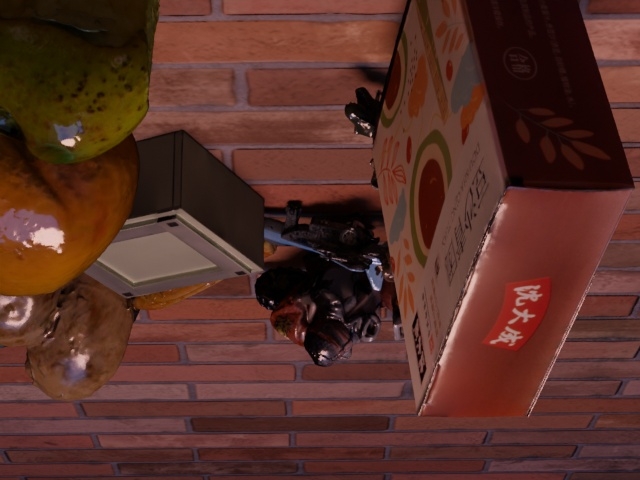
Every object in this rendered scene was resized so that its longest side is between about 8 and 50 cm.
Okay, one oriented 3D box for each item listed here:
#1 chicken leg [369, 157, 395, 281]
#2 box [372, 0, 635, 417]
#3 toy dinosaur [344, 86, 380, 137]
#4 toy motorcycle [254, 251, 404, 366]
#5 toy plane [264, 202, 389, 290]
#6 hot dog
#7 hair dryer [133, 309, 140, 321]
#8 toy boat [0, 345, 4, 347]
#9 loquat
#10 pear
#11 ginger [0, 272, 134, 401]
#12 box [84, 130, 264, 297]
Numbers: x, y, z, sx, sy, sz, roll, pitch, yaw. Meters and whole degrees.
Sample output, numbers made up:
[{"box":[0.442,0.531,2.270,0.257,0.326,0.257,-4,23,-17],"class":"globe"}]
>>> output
[{"box":[0.126,-0.042,1.996,0.125,0.080,0.196,-16,128,-16],"class":"chicken leg"},{"box":[0.161,-0.078,1.510,0.122,0.385,0.344,2,139,-11],"class":"box"},{"box":[0.112,-0.100,1.800,0.187,0.179,0.087,8,157,-6],"class":"toy dinosaur"},{"box":[0.098,0.091,2.205,0.401,0.207,0.134,-5,125,6],"class":"toy motorcycle"},{"box":[0.002,-0.007,2.113,0.246,0.169,0.078,22,109,0],"class":"toy plane"},{"box":[-0.176,0.038,2.226,0.289,0.068,0.083,-28,166,40],"class":"hot dog"},{"box":[-0.331,0.108,2.427,0.083,0.026,0.047,13,151,-11],"class":"hair dryer"},{"box":[-0.492,0.088,2.324,0.110,0.091,0.175,35,139,-8],"class":"toy boat"},{"box":[-0.334,-0.069,1.744,0.276,0.276,0.284,2,136,-7],"class":"loquat"},{"box":[-0.278,-0.205,1.483,0.238,0.255,0.164,7,156,-5],"class":"pear"},{"box":[-0.414,0.098,2.214,0.304,0.155,0.244,26,111,-22],"class":"ginger"},{"box":[-0.224,-0.023,2.030,0.225,0.117,0.225,-12,153,23],"class":"box"}]
